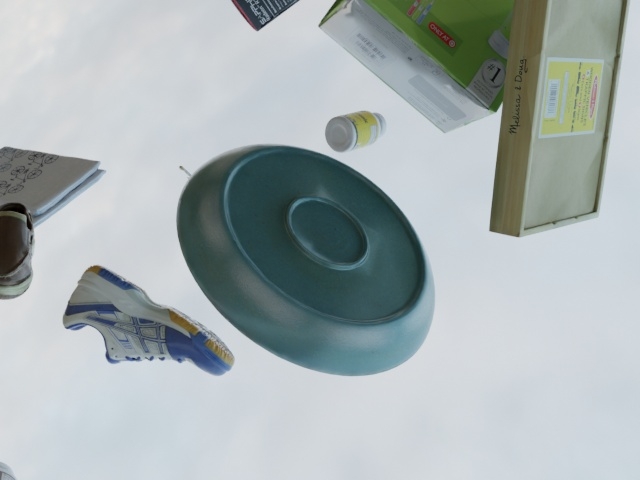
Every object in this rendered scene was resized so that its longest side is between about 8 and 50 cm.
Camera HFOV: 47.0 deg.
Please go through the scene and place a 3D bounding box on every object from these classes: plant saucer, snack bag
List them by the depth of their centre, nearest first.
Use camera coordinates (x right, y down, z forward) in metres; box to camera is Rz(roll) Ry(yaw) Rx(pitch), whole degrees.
[{"bbox_3d":[0.000,0.000,0.809,0.044,0.317,0.318,-55,-155,40],"label":"plant saucer"},{"bbox_3d":[-0.646,-0.075,1.446,0.323,0.037,0.342,13,-135,31],"label":"snack bag"}]

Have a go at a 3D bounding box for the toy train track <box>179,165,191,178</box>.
[{"bbox_3d":[-0.311,-0.149,1.749,0.048,0.083,0.014,14,-112,35],"label":"toy train track"}]

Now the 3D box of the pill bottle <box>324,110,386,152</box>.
[{"bbox_3d":[0.066,-0.195,1.301,0.065,0.065,0.116,0,-165,39],"label":"pill bottle"}]

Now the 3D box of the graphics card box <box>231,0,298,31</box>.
[{"bbox_3d":[-0.022,-0.563,1.364,0.371,0.094,0.233,-36,-142,6],"label":"graphics card box"}]

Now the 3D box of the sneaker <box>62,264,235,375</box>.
[{"bbox_3d":[-0.289,0.163,1.231,0.296,0.112,0.131,30,-98,6],"label":"sneaker"}]

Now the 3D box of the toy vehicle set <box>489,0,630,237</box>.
[{"bbox_3d":[0.243,-0.145,0.737,0.035,0.166,0.267,17,-71,44],"label":"toy vehicle set"}]

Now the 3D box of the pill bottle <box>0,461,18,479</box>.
[{"bbox_3d":[-0.441,0.354,0.969,0.086,0.086,0.152,-46,-158,-7],"label":"pill bottle"}]

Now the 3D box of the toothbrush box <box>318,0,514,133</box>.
[{"bbox_3d":[0.167,-0.303,0.852,0.283,0.206,0.122,-57,-166,-13],"label":"toothbrush box"}]

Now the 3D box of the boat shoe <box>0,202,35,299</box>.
[{"bbox_3d":[-0.461,0.003,1.061,0.257,0.095,0.095,-138,-124,-64],"label":"boat shoe"}]
